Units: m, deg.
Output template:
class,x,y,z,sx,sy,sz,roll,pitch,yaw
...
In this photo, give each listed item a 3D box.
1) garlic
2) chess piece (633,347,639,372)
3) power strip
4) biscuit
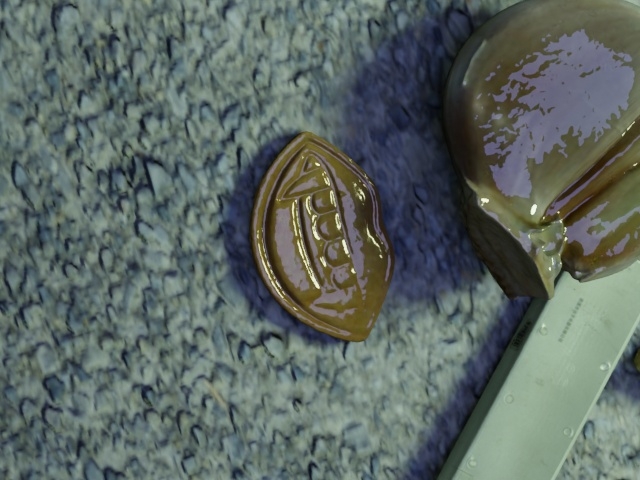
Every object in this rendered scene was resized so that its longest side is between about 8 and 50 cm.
class,x,y,z,sx,sy,sz,roll,pitch,yaw
garlic,0.250,-0.111,1.464,0.279,0.132,0.325,45,78,-12
chess piece,0.397,0.154,1.571,0.066,0.066,0.122,-46,109,-5
power strip,0.228,0.162,1.530,0.106,0.043,0.367,31,85,-14
biscuit,0.000,0.000,1.473,0.142,0.029,0.220,-14,99,-12
